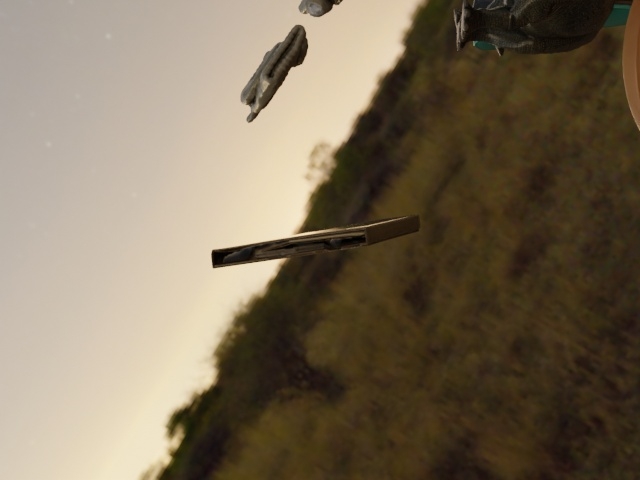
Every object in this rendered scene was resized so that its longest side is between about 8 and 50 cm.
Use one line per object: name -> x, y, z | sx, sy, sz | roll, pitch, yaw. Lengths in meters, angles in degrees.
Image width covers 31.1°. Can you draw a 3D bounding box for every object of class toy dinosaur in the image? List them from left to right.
toy dinosaur -> 0.205, -0.214, 1.043 | 0.313, 0.160, 0.121 | 82, -170, -67

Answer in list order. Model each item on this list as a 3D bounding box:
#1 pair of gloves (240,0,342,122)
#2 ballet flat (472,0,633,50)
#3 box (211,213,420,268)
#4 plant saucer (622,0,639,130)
pair of gloves -> -0.011, -0.250, 1.321 | 0.240, 0.042, 0.204 | -59, 10, -14
ballet flat -> 0.242, -0.247, 1.177 | 0.203, 0.074, 0.074 | -6, 39, 37
box -> 0.000, 0.000, 1.183 | 0.201, 0.164, 0.021 | -15, -85, -70
plant saucer -> 0.345, -0.160, 1.002 | 0.037, 0.200, 0.200 | 8, 63, 57
